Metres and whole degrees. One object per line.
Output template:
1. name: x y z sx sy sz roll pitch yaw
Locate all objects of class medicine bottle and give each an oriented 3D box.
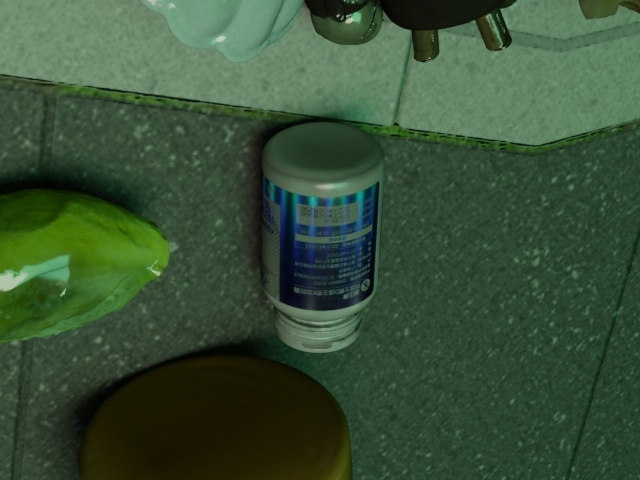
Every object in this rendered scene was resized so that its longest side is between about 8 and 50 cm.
1. medicine bottle: -0.086 0.262 1.456 0.238 0.238 0.232 -19 127 -20
2. medicine bottle: 0.000 0.000 1.424 0.107 0.107 0.191 -14 126 -23

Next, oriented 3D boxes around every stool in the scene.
1. stool: 0.078 -0.210 1.328 0.217 0.125 0.121 -24 131 -4

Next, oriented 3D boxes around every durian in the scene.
1. durian: -0.245 0.033 1.302 0.250 0.101 0.139 -19 128 -20

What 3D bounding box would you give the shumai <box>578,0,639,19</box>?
1. shumai: 0.363 -0.308 1.441 0.283 0.217 0.346 -11 117 14

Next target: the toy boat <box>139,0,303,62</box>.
1. toy boat: -0.071 -0.270 1.172 0.199 0.100 0.290 -52 123 -32
